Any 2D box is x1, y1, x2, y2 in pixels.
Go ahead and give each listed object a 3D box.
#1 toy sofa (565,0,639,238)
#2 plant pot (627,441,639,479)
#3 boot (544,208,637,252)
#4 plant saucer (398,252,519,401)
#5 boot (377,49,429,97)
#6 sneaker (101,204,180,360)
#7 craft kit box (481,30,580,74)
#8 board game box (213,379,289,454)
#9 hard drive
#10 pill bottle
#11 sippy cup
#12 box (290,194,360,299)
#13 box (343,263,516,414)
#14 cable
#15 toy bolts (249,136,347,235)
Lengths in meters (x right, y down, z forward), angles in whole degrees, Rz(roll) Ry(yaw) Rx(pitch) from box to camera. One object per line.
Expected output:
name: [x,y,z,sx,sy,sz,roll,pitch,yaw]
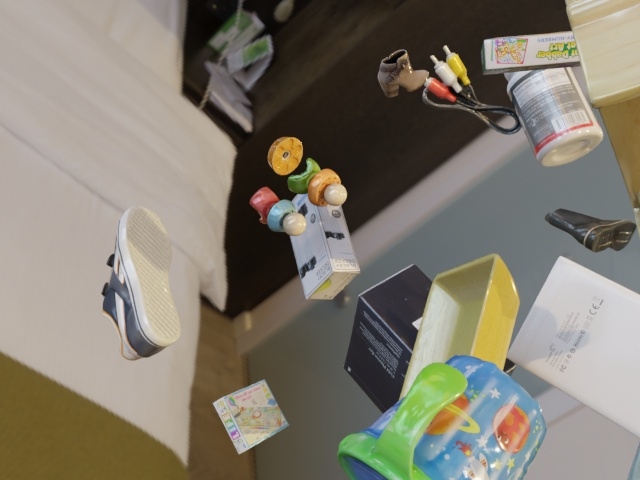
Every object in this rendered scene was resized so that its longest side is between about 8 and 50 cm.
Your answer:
toy sofa: [0.382,-0.152,0.843,0.362,0.150,0.177,40,42,-52]
plant pot: [0.798,0.610,1.717,0.247,0.252,0.248,20,-25,40]
boot: [0.618,-0.037,1.768,0.197,0.077,0.137,0,27,-43]
plant saucer: [0.239,0.210,1.353,0.081,0.333,0.333,19,-12,-6]
boot: [0.162,-0.330,1.504,0.042,0.118,0.087,42,-25,36]
sneaker: [-0.366,0.082,1.527,0.126,0.127,0.321,25,40,-44]
craft kit box: [0.411,-0.332,1.370,0.250,0.246,0.061,-42,126,-75]
board game box: [-0.128,0.328,1.460,0.103,0.026,0.154,61,24,11]
hard drive: [0.560,0.212,1.470,0.353,0.233,0.047,31,9,32]
pill bottle: [0.547,-0.336,1.870,0.161,0.161,0.283,16,52,-56]
sippy cup: [0.180,0.285,1.056,0.240,0.224,0.305,45,-21,4]
box: [0.000,0.000,2.154,0.087,0.169,0.290,2,59,-32]
box: [0.238,0.293,1.817,0.179,0.313,0.343,-27,58,-27]
cable: [0.369,-0.347,1.952,0.287,0.139,0.072,42,9,5]
toy bolts: [-0.058,-0.124,1.970,0.158,0.228,0.218,33,-14,37]
